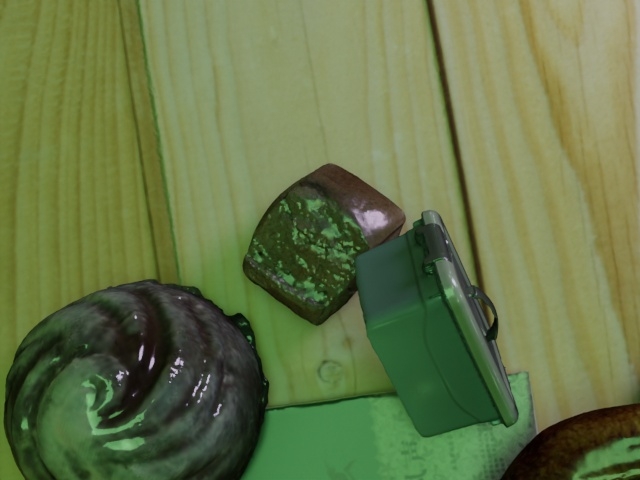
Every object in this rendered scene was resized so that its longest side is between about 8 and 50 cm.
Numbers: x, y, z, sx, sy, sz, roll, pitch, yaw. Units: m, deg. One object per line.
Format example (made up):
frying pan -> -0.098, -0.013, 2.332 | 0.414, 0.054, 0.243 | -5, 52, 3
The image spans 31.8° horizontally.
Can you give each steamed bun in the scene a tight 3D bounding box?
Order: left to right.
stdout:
steamed bun -> 0.000, 0.000, 1.303 | 0.144, 0.106, 0.175 | 38, 89, 5

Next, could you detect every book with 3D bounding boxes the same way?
book -> 0.076, 0.306, 1.304 | 0.379, 0.031, 0.264 | -9, 81, 1

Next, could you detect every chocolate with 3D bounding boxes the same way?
chocolate -> -0.223, 0.174, 1.228 | 0.303, 0.213, 0.303 | -1, 81, 9

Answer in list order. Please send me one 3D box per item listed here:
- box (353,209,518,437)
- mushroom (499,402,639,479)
box -> 0.130, 0.097, 1.226 | 0.130, 0.162, 0.227 | -22, 123, 10
mushroom -> 0.354, 0.331, 1.156 | 0.345, 0.259, 0.346 | 0, 104, 1
